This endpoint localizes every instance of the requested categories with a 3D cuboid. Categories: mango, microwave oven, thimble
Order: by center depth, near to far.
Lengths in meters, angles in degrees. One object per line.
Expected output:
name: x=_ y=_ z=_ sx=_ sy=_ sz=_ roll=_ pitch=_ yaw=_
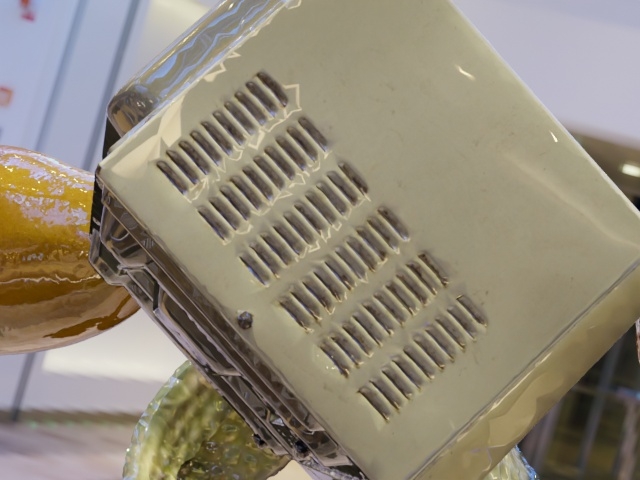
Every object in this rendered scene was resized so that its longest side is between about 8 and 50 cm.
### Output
microwave oven: x=0.000 y=0.000 z=0.637 sx=0.194 sy=0.145 sz=0.240 roll=45 pitch=-9 yaw=-3
mango: x=-0.196 y=0.004 z=1.032 sx=0.253 sy=0.138 sz=0.113 roll=-7 pitch=-3 yaw=39
thimble: x=0.005 y=0.165 z=1.120 sx=0.271 sy=0.271 sz=0.150 roll=16 pitch=-37 yaw=50

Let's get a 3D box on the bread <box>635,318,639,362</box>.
bread: x=0.339 y=0.095 z=1.039 sx=0.340 sy=0.179 sz=0.194 roll=-4 pitch=37 yaw=-33
